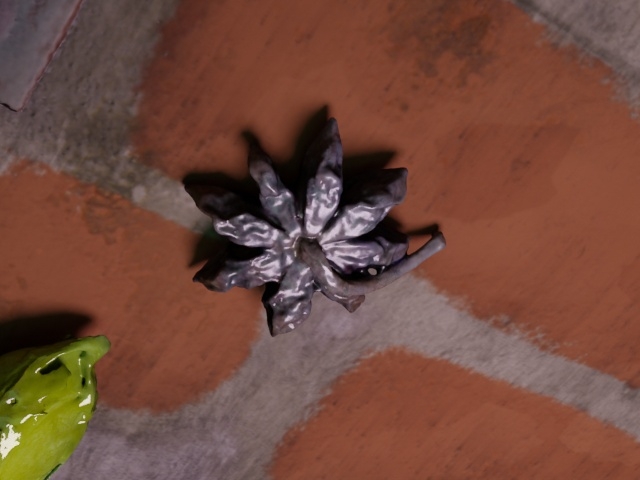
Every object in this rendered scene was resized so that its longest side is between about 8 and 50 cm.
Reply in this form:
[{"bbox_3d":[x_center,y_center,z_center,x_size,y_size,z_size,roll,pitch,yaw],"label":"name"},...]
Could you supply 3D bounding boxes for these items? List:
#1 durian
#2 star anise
[{"bbox_3d":[-0.304,0.183,1.012,0.139,0.101,0.250,-8,134,-50],"label":"durian"},{"bbox_3d":[0.000,-0.001,0.956,0.262,0.081,0.230,11,110,-15],"label":"star anise"}]
